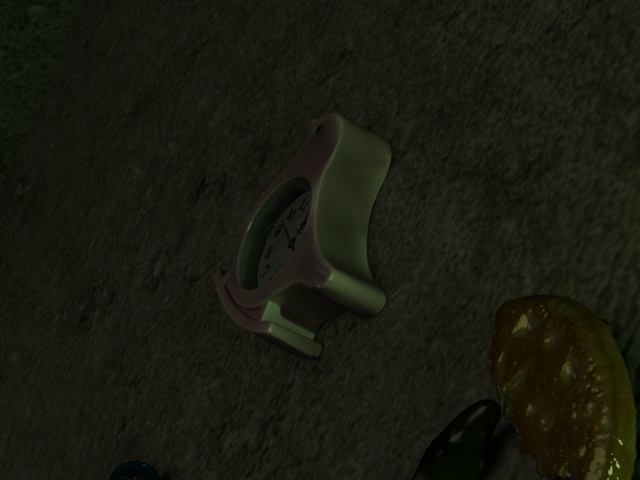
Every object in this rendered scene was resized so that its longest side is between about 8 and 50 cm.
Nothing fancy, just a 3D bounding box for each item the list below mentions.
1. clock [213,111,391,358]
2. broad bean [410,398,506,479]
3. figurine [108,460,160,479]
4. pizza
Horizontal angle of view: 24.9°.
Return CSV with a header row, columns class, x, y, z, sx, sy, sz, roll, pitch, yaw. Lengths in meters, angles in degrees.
class,x,y,z,sx,sy,sz,roll,pitch,yaw
clock,0.000,0.000,1.693,0.275,0.080,0.290,-59,27,7
broad bean,0.107,0.223,1.314,0.061,0.046,0.195,36,102,52
figurine,-0.227,0.339,1.804,0.077,0.079,0.136,-21,65,23
pizza,0.208,0.124,1.213,0.127,0.058,0.246,-55,28,11
